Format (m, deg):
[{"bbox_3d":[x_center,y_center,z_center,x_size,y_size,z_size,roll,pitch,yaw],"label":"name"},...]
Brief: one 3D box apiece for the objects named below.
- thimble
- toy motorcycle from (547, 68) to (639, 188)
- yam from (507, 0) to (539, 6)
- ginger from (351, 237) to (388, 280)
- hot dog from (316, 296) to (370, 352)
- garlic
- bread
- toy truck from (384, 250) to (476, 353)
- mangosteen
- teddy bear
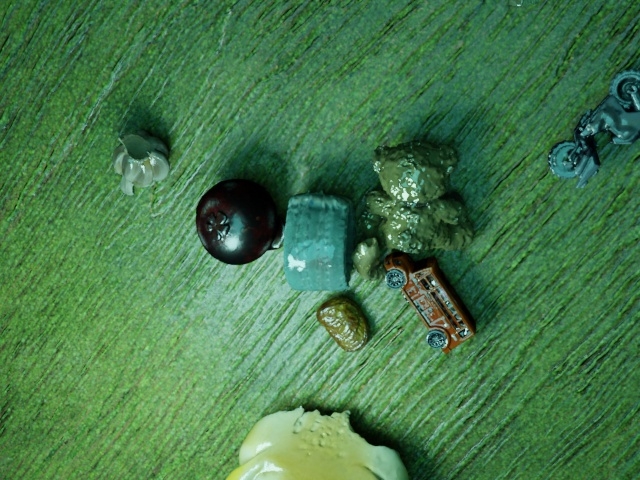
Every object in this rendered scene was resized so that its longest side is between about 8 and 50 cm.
[{"bbox_3d":[0.000,0.000,1.925,0.143,0.198,0.235,1,111,9],"label":"thimble"},{"bbox_3d":[0.609,-0.219,1.797,0.159,0.106,0.270,39,105,5],"label":"toy motorcycle"},{"bbox_3d":[0.417,-0.565,1.760,0.068,0.068,0.169,1,105,11],"label":"yam"},{"bbox_3d":[0.110,0.049,1.944,0.069,0.173,0.051,-33,64,-5],"label":"ginger"},{"bbox_3d":[0.055,0.197,2.037,0.099,0.065,0.147,-37,106,17],"label":"hot dog"},{"bbox_3d":[-0.423,-0.169,2.020,0.131,0.127,0.194,40,136,18],"label":"garlic"},{"bbox_3d":[-0.002,0.581,2.055,0.423,0.245,0.329,15,107,11],"label":"bread"},{"bbox_3d":[0.248,0.125,1.957,0.114,0.107,0.253,-32,98,16],"label":"toy truck"},{"bbox_3d":[-0.184,-0.044,1.952,0.209,0.210,0.210,3,105,11],"label":"mangosteen"},{"bbox_3d":[0.205,-0.096,1.884,0.267,0.156,0.256,3,103,12],"label":"teddy bear"}]
